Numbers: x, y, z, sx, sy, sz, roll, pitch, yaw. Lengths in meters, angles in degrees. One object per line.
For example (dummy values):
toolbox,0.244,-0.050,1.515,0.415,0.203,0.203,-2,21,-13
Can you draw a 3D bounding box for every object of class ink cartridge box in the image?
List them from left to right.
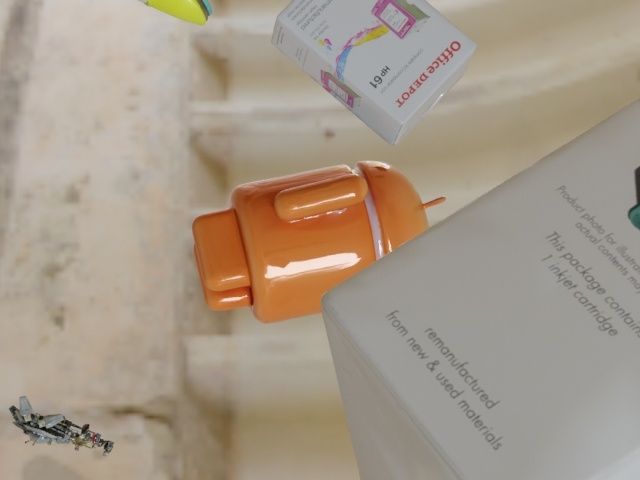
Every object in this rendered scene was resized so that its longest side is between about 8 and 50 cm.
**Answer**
ink cartridge box,0.039,-0.143,1.149,0.088,0.122,0.052,-47,175,-17
ink cartridge box,0.122,0.015,0.411,0.078,0.231,0.134,50,-16,32

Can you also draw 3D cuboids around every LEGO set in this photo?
LEGO set,-0.151,0.112,0.906,0.083,0.054,0.023,35,69,-41

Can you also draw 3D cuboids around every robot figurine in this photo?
robot figurine,0.000,0.000,1.392,0.128,0.219,0.158,-116,-164,-63

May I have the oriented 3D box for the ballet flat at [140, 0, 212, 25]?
ballet flat,-0.187,-0.270,1.375,0.231,0.077,0.077,56,-9,-6
